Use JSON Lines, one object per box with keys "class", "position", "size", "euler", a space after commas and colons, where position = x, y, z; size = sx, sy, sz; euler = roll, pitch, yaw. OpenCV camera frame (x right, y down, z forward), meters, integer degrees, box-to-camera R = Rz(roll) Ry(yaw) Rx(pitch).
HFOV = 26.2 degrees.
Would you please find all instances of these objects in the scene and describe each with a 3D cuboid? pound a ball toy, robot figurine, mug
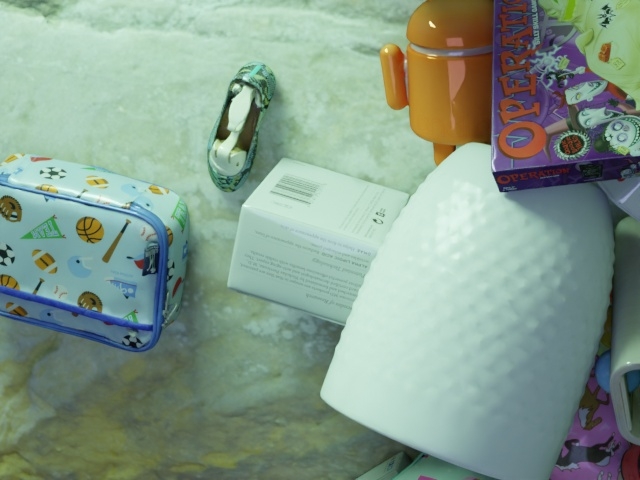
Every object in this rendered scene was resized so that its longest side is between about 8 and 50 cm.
{"class": "pound a ball toy", "position": [0.378, 0.050, 1.578], "size": [0.135, 0.319, 0.208], "euler": [-7, 126, 17]}
{"class": "robot figurine", "position": [0.166, -0.197, 1.617], "size": [0.158, 0.128, 0.219], "euler": [16, 120, 40]}
{"class": "mug", "position": [0.184, 0.070, 1.589], "size": [0.276, 0.374, 0.328], "euler": [21, 91, 0]}

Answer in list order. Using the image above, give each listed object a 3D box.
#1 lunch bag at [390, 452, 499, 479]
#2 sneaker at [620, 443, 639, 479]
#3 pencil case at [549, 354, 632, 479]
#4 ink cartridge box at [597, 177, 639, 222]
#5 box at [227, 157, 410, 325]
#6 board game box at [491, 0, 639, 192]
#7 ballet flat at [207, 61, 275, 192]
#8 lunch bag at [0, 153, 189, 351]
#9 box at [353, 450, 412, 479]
{"class": "lunch bag", "position": [0.175, 0.403, 1.778], "size": [0.262, 0.223, 0.160], "euler": [40, 143, 23]}
{"class": "sneaker", "position": [0.487, 0.215, 1.633], "size": [0.276, 0.135, 0.098], "euler": [-38, 94, -15]}
{"class": "pencil case", "position": [0.388, 0.308, 1.750], "size": [0.386, 0.167, 0.160], "euler": [47, 156, -6]}
{"class": "ink cartridge box", "position": [0.403, -0.141, 1.510], "size": [0.100, 0.172, 0.237], "euler": [34, 108, -30]}
{"class": "box", "position": [0.000, 0.000, 1.716], "size": [0.181, 0.181, 0.119], "euler": [17, 116, 8]}
{"class": "board game box", "position": [0.290, -0.217, 1.474], "size": [0.208, 0.347, 0.056], "euler": [-9, 147, 21]}
{"class": "ballet flat", "position": [-0.111, -0.139, 1.756], "size": [0.070, 0.070, 0.188], "euler": [20, 116, 7]}
{"class": "lunch bag", "position": [-0.323, 0.024, 1.862], "size": [0.303, 0.115, 0.243], "euler": [16, 118, 11]}
{"class": "box", "position": [0.063, 0.470, 1.967], "size": [0.322, 0.058, 0.232], "euler": [-36, 99, 27]}
